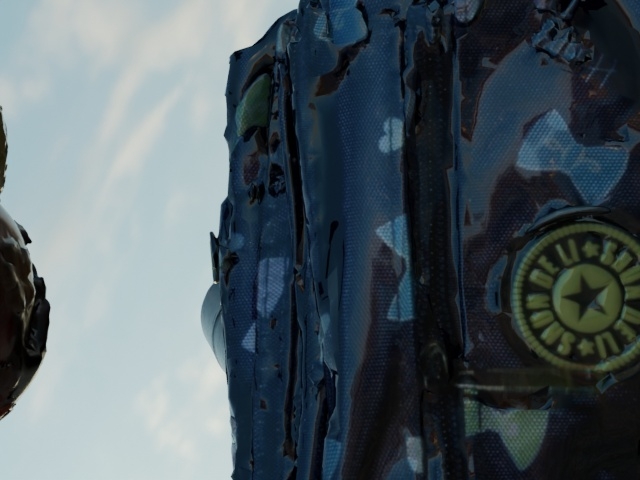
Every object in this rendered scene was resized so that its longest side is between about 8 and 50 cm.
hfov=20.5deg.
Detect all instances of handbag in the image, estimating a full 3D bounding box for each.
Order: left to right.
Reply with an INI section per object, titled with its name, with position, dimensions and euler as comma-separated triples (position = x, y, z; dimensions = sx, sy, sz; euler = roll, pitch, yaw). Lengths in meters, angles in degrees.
[handbag]
position = 0.052, 0.025, 0.488
dimensions = 0.113, 0.162, 0.260
euler = 55, -145, -76

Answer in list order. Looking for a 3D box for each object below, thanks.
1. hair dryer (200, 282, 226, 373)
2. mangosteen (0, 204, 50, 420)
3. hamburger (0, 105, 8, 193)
[hair dryer]
position = 0.000, 0.000, 1.131
dimensions = 0.219, 0.071, 0.124
euler = -63, 21, 5
[mangosteen]
position = -0.243, 0.036, 0.979
dimensions = 0.166, 0.180, 0.166
euler = 0, -90, -75
[hamburger]
position = -0.317, -0.106, 1.261
dimensions = 0.132, 0.309, 0.211
euler = -23, -41, -24
